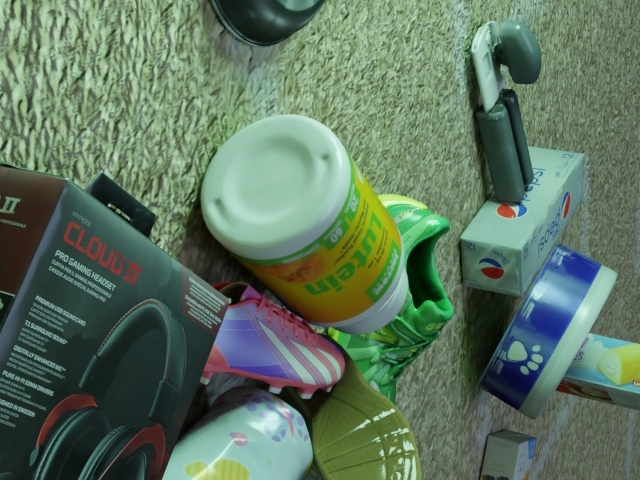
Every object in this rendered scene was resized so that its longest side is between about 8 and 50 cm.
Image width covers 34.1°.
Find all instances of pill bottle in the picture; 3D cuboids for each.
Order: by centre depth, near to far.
[{"bbox_3d":[0.000,0.000,0.981,0.245,0.136,0.136,50,57,-56],"label":"pill bottle"}]

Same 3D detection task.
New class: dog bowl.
[{"bbox_3d":[0.356,0.141,1.635,0.265,0.104,0.265,-56,167,-20],"label":"dog bowl"}]

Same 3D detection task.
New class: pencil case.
[{"bbox_3d":[-0.115,0.235,0.877,0.124,0.113,0.273,-47,176,41],"label":"pencil case"}]

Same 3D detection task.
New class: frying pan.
[{"bbox_3d":[-0.008,-0.253,0.977,0.326,0.053,0.197,30,74,-58],"label":"frying pan"}]

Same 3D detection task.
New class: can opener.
[{"bbox_3d":[0.272,-0.177,1.463,0.076,0.095,0.283,-54,137,-37],"label":"can opener"}]

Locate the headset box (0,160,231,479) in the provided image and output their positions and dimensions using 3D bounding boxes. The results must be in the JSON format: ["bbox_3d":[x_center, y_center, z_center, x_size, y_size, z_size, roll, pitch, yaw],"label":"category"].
[{"bbox_3d":[-0.189,0.097,0.693,0.218,0.110,0.293,47,59,-57],"label":"headset box"}]

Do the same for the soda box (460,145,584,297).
[{"bbox_3d":[0.312,-0.035,1.590,0.286,0.098,0.091,-49,140,-44],"label":"soda box"}]

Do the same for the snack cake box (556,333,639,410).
[{"bbox_3d":[0.502,0.231,1.864,0.152,0.264,0.089,42,63,-59],"label":"snack cake box"}]

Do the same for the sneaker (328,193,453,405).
[{"bbox_3d":[0.082,0.098,1.184,0.109,0.124,0.295,-10,109,-61],"label":"sneaker"}]

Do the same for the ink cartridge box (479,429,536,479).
[{"bbox_3d":[0.318,0.428,1.812,0.104,0.062,0.181,7,94,-62],"label":"ink cartridge box"}]

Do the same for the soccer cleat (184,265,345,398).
[{"bbox_3d":[-0.055,0.083,0.935,0.248,0.083,0.095,14,95,-47],"label":"soccer cleat"}]

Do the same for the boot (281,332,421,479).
[{"bbox_3d":[0.028,0.242,1.043,0.095,0.262,0.203,-17,125,-17],"label":"boot"}]
